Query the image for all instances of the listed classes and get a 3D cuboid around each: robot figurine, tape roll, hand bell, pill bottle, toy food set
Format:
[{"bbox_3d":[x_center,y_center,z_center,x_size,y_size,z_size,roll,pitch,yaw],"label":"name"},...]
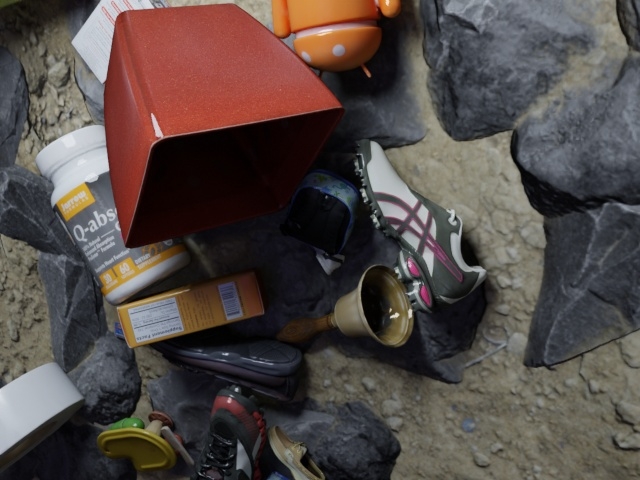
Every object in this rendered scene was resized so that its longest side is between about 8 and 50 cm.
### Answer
[{"bbox_3d":[0.018,-0.326,0.910,0.158,0.128,0.220,-11,103,-12],"label":"robot figurine"},{"bbox_3d":[-0.606,0.365,1.312,0.100,0.286,0.286,49,118,4],"label":"tape roll"},{"bbox_3d":[0.014,0.129,1.072,0.242,0.126,0.126,-21,95,40],"label":"hand bell"},{"bbox_3d":[-0.354,-0.043,1.145,0.162,0.162,0.279,-30,91,29],"label":"pill bottle"},{"bbox_3d":[-0.333,0.386,1.320,0.217,0.071,0.128,-15,122,29],"label":"toy food set"}]

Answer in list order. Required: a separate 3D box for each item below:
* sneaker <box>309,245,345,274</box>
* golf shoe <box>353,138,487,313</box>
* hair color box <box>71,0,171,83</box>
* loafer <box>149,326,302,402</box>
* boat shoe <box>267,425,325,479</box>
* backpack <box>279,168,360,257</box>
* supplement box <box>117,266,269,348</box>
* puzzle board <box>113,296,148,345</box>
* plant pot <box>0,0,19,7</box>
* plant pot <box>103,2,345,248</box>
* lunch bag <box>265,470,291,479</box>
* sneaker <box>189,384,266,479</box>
[{"bbox_3d":[0.000,0.000,1.070,0.043,0.040,0.109,-32,84,0],"label":"sneaker"},{"bbox_3d":[0.135,-0.032,0.974,0.120,0.105,0.273,-25,94,7],"label":"golf shoe"},{"bbox_3d":[-0.324,-0.347,1.104,0.167,0.053,0.093,-39,85,30],"label":"hair color box"},{"bbox_3d":[-0.177,0.210,1.172,0.302,0.109,0.095,11,113,19],"label":"loafer"},{"bbox_3d":[-0.042,0.380,1.191,0.045,0.050,0.135,-37,90,17],"label":"boat shoe"},{"bbox_3d":[0.007,-0.050,1.006,0.105,0.084,0.114,26,138,4],"label":"backpack"},{"bbox_3d":[-0.208,0.110,1.117,0.233,0.078,0.080,-13,93,3],"label":"supplement box"},{"bbox_3d":[-0.340,0.151,1.280,0.128,0.011,0.097,12,110,22],"label":"puzzle board"},{"bbox_3d":[-0.508,-0.483,1.055,0.253,0.276,0.276,-4,103,13],"label":"plant pot"},{"bbox_3d":[-0.169,-0.178,0.946,0.236,0.267,0.267,64,148,18],"label":"plant pot"},{"bbox_3d":[-0.093,0.519,1.206,0.096,0.129,0.151,24,113,17],"label":"lunch bag"},{"bbox_3d":[-0.161,0.377,1.163,0.097,0.135,0.276,19,126,20],"label":"sneaker"}]
